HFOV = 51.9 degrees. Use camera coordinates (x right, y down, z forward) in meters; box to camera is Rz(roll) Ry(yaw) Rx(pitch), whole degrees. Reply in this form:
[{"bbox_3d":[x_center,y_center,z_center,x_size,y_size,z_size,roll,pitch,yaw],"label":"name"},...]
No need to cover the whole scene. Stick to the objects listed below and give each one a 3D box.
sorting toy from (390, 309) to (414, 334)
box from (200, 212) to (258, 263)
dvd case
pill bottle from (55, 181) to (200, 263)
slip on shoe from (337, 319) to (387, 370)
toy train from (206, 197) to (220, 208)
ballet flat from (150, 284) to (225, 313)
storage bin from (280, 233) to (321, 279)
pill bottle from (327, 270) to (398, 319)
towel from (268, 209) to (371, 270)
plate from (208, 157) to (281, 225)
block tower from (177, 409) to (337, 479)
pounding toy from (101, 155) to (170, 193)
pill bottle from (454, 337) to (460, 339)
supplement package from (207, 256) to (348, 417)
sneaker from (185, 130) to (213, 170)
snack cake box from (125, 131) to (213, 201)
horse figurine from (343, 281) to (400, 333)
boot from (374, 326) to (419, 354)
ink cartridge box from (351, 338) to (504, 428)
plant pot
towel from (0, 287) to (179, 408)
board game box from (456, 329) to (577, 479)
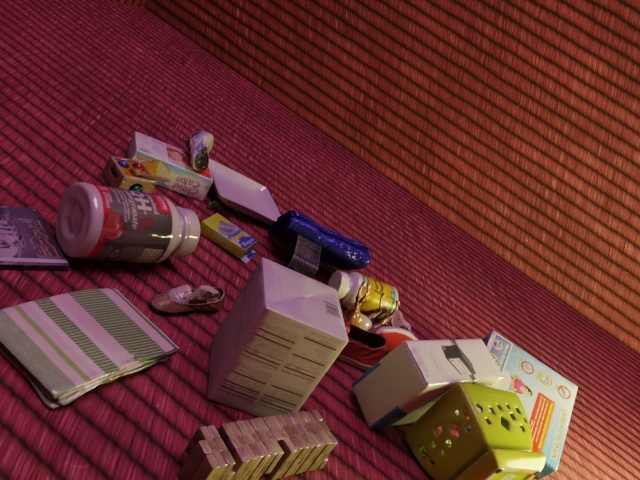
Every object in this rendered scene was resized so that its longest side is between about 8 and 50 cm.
[{"bbox_3d":[0.269,0.276,2.120,0.075,0.045,0.083,31,20,-23],"label":"sorting toy"},{"bbox_3d":[-0.272,-0.008,1.990,0.178,0.042,0.109,33,22,5],"label":"box"},{"bbox_3d":[-0.682,-0.010,1.479,0.164,0.018,0.221,5,34,-49],"label":"dvd case"},{"bbox_3d":[-0.459,-0.034,1.609,0.318,0.176,0.176,8,32,-49],"label":"pill bottle"},{"bbox_3d":[0.036,0.253,1.775,0.331,0.101,0.123,23,25,-18],"label":"slip on shoe"},{"bbox_3d":[-0.347,-0.123,2.154,0.017,0.024,0.083,34,21,5],"label":"toy train"},{"bbox_3d":[-0.315,0.135,1.595,0.206,0.067,0.073,2,37,-51],"label":"ballet flat"},{"bbox_3d":[-0.066,0.076,1.980,0.084,0.122,0.180,29,22,-8],"label":"storage bin"},{"bbox_3d":[0.130,0.167,2.055,0.208,0.118,0.118,22,24,-24],"label":"pill bottle"},{"bbox_3d":[0.000,0.000,2.150,0.308,0.076,0.227,28,-13,-17],"label":"towel"},{"bbox_3d":[-0.271,-0.157,2.269,0.277,0.045,0.278,26,20,-34],"label":"plate"},{"bbox_3d":[-0.112,0.404,1.269,0.335,0.097,0.091,8,33,-48],"label":"block tower"},{"bbox_3d":[-0.539,-0.184,1.923,0.130,0.100,0.141,6,34,-47],"label":"pounding toy"},{"bbox_3d":[0.498,0.398,2.052,0.219,0.123,0.123,30,22,-2],"label":"pill bottle"},{"bbox_3d":[-0.100,0.221,1.438,0.198,0.263,0.199,25,23,-19],"label":"supplement package"},{"bbox_3d":[-0.402,-0.291,2.143,0.086,0.085,0.237,3,29,-3],"label":"sneaker"},{"bbox_3d":[-0.489,-0.239,2.124,0.264,0.089,0.152,21,23,-27],"label":"snack cake box"},{"bbox_3d":[0.132,0.223,1.927,0.263,0.174,0.066,30,-1,-43],"label":"horse figurine"},{"bbox_3d":[0.263,0.353,1.891,0.244,0.088,0.176,29,23,-19],"label":"boot"},{"bbox_3d":[0.271,0.356,1.654,0.307,0.223,0.129,7,47,-41],"label":"ink cartridge box"},{"bbox_3d":[0.375,0.497,1.564,0.228,0.227,0.207,16,33,-34],"label":"plant pot"},{"bbox_3d":[-0.469,0.195,1.311,0.248,0.038,0.325,39,25,19],"label":"towel"},{"bbox_3d":[0.557,0.462,1.884,0.302,0.086,0.308,34,48,4],"label":"board game box"}]
